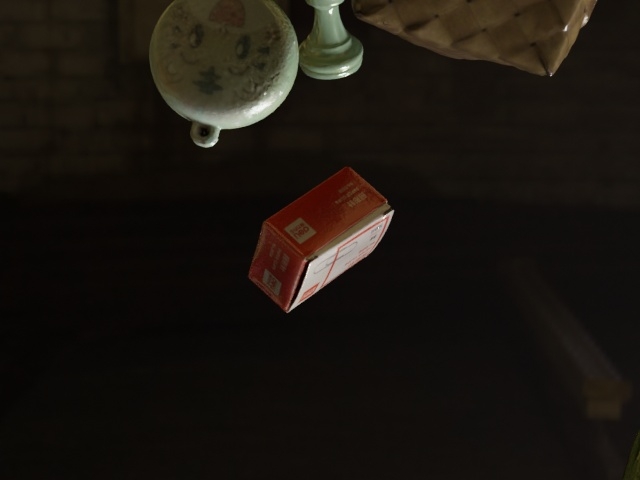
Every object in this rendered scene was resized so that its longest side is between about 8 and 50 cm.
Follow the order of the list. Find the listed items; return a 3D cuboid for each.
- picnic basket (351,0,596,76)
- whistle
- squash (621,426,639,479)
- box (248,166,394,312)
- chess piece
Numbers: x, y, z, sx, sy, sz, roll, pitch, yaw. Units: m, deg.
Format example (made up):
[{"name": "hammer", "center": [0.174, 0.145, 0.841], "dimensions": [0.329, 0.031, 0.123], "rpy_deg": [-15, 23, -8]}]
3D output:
[{"name": "picnic basket", "center": [0.177, -0.359, 1.835], "dimensions": [0.293, 0.337, 0.337], "rpy_deg": [18, -171, 0]}, {"name": "whistle", "center": [-0.071, -0.202, 1.496], "dimensions": [0.126, 0.258, 0.067], "rpy_deg": [12, 172, 5]}, {"name": "squash", "center": [0.367, 0.331, 1.940], "dimensions": [0.107, 0.395, 0.107], "rpy_deg": [15, 153, 8]}, {"name": "box", "center": [0.000, 0.000, 2.460], "dimensions": [0.099, 0.133, 0.182], "rpy_deg": [43, -128, 17]}, {"name": "chess piece", "center": [0.007, -0.219, 1.760], "dimensions": [0.067, 0.103, 0.067], "rpy_deg": [-3, -141, 3]}]
